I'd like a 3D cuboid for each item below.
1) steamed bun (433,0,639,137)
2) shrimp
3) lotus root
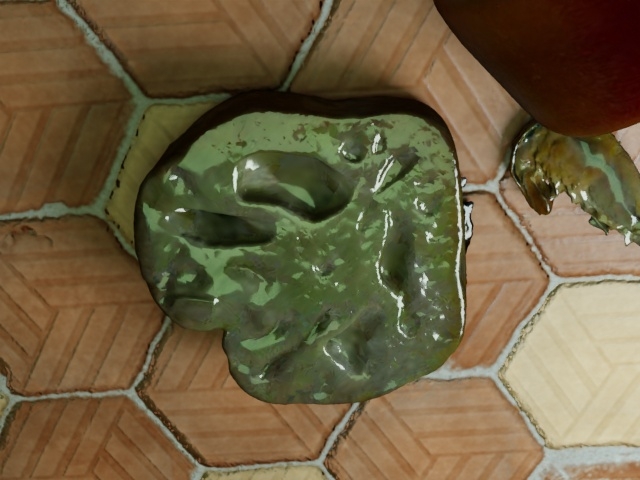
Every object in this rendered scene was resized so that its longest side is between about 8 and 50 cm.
[{"bbox_3d":[0.297,-0.263,0.945,0.379,0.248,0.235,-38,110,19],"label":"steamed bun"},{"bbox_3d":[0.309,-0.031,1.170,0.117,0.066,0.262,-31,99,31],"label":"shrimp"},{"bbox_3d":[0.000,0.000,1.171,0.390,0.111,0.375,37,108,-15],"label":"lotus root"}]
